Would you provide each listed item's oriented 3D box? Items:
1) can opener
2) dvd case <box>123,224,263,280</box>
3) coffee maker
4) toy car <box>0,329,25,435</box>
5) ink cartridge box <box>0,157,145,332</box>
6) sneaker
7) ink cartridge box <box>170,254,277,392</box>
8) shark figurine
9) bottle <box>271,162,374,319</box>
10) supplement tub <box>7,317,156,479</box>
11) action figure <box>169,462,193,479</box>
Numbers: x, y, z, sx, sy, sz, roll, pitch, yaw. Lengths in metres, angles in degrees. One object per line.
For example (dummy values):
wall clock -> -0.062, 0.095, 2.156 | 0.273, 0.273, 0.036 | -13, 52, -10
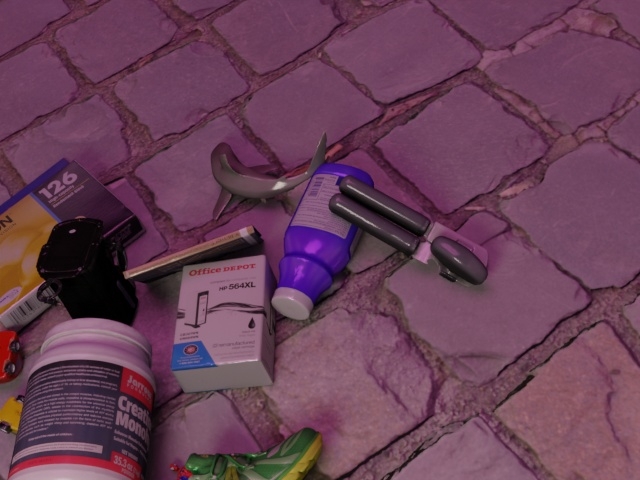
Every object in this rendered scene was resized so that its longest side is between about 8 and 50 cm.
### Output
can opener -> 0.148, -0.019, 1.472 | 0.280, 0.093, 0.074 | 29, 72, 7
dvd case -> -0.207, 0.027, 1.537 | 0.221, 0.164, 0.018 | -20, 84, -1
coffee maker -> -0.393, 0.079, 1.522 | 0.120, 0.178, 0.171 | 16, 56, 28
toy car -> -0.554, 0.284, 1.486 | 0.225, 0.053, 0.239 | -33, 51, -11
ink cartridge box -> -0.534, -0.016, 1.709 | 0.303, 0.072, 0.307 | -41, 56, -17
sneaker -> -0.126, 0.335, 1.267 | 0.295, 0.109, 0.123 | -29, 73, -17
ink cartridge box -> -0.152, 0.133, 1.475 | 0.148, 0.086, 0.203 | -8, 52, 9
shark figurine -> -0.120, -0.126, 1.635 | 0.278, 0.116, 0.166 | 5, 57, 33
bottle -> 0.000, 0.000, 1.534 | 0.118, 0.092, 0.283 | 13, 57, 16
supplement tub -> -0.345, 0.272, 1.349 | 0.191, 0.191, 0.272 | -8, 52, 9
action figure -> -0.176, 0.354, 1.347 | 0.115, 0.030, 0.038 | 17, 64, 28
